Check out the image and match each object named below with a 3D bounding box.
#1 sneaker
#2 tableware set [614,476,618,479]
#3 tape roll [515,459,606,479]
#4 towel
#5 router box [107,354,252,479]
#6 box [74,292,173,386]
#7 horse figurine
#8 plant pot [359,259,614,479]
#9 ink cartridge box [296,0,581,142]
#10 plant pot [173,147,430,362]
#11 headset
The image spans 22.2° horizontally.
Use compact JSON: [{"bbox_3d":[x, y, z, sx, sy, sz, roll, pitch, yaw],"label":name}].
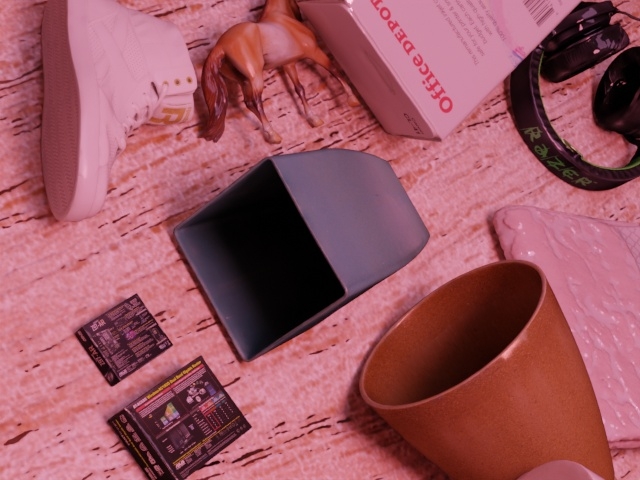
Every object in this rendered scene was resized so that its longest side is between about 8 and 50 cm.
[{"bbox_3d":[-0.202,-0.137,1.718,0.169,0.108,0.292,15,54,-29],"label":"sneaker"},{"bbox_3d":[0.309,0.271,1.938,0.128,0.039,0.194,-31,86,-47],"label":"tableware set"},{"bbox_3d":[0.224,0.366,1.625,0.100,0.286,0.286,33,47,-15],"label":"tape roll"},{"bbox_3d":[0.389,0.109,2.079,0.317,0.053,0.332,4,55,-39],"label":"towel"},{"bbox_3d":[-0.139,0.182,1.618,0.122,0.038,0.092,-33,88,-47],"label":"router box"},{"bbox_3d":[-0.197,0.099,1.636,0.067,0.018,0.083,54,43,1],"label":"box"},{"bbox_3d":[-0.061,-0.203,1.910,0.263,0.066,0.174,-30,91,-49],"label":"horse figurine"},{"bbox_3d":[0.212,0.191,1.795,0.254,0.237,0.237,52,42,-19],"label":"plant pot"},{"bbox_3d":[0.156,-0.303,1.984,0.306,0.131,0.226,-44,114,-16],"label":"ink cartridge box"},{"bbox_3d":[0.000,0.000,1.771,0.234,0.166,0.165,-19,77,-53],"label":"plant pot"},{"bbox_3d":[0.419,-0.252,2.258,0.243,0.185,0.394,40,56,-14],"label":"headset"}]
